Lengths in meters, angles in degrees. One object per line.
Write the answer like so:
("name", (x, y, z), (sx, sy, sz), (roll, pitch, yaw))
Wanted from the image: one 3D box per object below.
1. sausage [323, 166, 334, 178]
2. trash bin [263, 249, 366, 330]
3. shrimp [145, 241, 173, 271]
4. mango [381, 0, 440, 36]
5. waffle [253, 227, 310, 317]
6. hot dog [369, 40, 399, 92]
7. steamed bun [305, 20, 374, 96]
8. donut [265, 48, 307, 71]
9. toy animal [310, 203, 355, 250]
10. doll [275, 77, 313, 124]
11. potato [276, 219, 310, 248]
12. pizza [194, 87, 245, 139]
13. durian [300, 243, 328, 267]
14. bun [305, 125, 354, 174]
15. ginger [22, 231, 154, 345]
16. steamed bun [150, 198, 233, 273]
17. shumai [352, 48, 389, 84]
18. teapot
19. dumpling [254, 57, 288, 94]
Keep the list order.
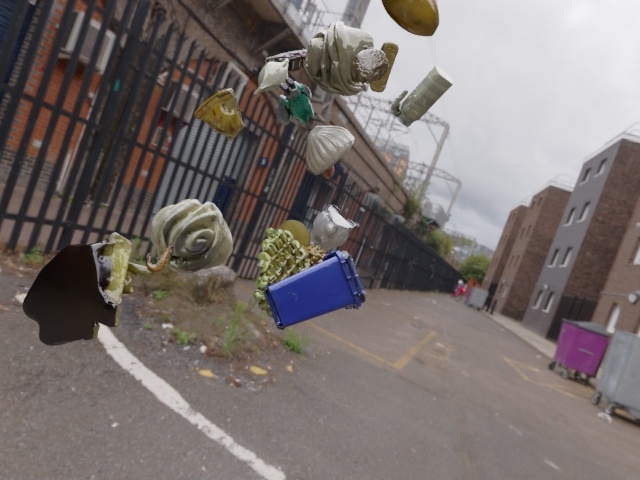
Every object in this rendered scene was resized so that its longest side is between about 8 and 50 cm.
("sausage", (0.032, -0.440, 2.404), (0.077, 0.193, 0.077), (-9, 16, 3))
("trash bin", (-0.016, 0.132, 1.116), (0.235, 0.162, 0.184), (-20, -5, -16))
("shrimp", (-0.583, 0.053, 1.574), (0.091, 0.127, 0.025), (27, -14, 21))
("mango", (0.329, -0.883, 1.577), (0.212, 0.316, 0.173), (-10, -17, -24))
("waffle", (-0.130, 0.116, 1.519), (0.073, 0.316, 0.297), (3, -21, 25))
("hot dog", (0.309, -0.855, 2.136), (0.084, 0.242, 0.073), (12, 25, -12))
("steamed bun", (0.059, -0.806, 1.948), (0.220, 0.309, 0.324), (-14, 44, -35))
("donut", (-0.171, -0.969, 2.353), (0.270, 0.103, 0.269), (-11, 27, 6))
("toy animal", (0.000, 0.000, 2.212), (0.194, 0.357, 0.258), (49, 25, 16))
("doll", (-0.107, -0.640, 1.956), (0.153, 0.195, 0.258), (49, -26, 26))
("potato", (-0.141, 0.001, 2.085), (0.179, 0.203, 0.158), (-10, 6, -6))
("pizza", (-0.388, -0.507, 1.755), (0.188, 0.204, 0.080), (38, 39, -23))
("durian", (-0.081, 0.135, 1.965), (0.112, 0.342, 0.191), (15, -48, 63))
("bun", (0.016, -0.451, 2.030), (0.175, 0.263, 0.263), (47, -7, -16))
("ginger", (-0.796, 0.198, 1.535), (0.358, 0.414, 0.211), (56, 8, 18))
("steamed bun", (-0.584, -0.001, 1.956), (0.340, 0.351, 0.247), (-22, 29, -4))
("shumai", (0.188, -0.651, 1.658), (0.146, 0.145, 0.116), (21, -20, 14))
("teapot", (0.320, -0.469, 1.409), (0.107, 0.200, 0.077), (23, 42, -26))
("dumpling", (-0.254, -0.800, 2.165), (0.131, 0.251, 0.179), (40, -23, -25))
